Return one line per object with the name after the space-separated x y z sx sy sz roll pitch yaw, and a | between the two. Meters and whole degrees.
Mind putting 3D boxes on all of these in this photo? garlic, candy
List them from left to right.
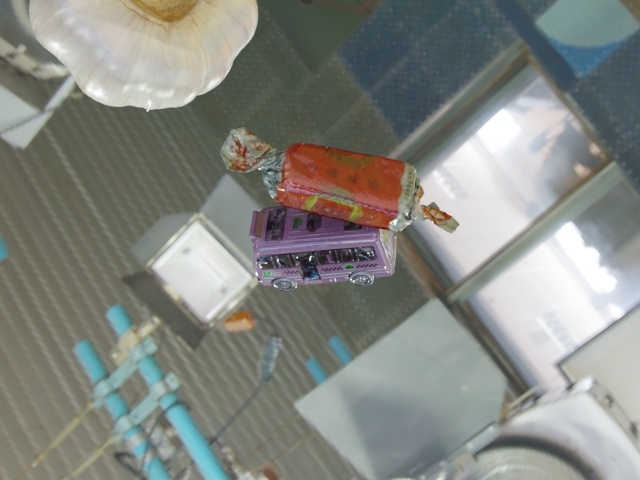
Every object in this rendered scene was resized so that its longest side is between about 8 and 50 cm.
-0.181 -0.201 0.964 0.199 0.226 0.199 4 -99 -27 | garlic
0.027 -0.065 1.228 0.292 0.059 0.086 13 -123 -10 | candy

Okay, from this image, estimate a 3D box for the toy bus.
0.000 0.000 1.330 0.098 0.178 0.086 65 -156 -50 | toy bus
